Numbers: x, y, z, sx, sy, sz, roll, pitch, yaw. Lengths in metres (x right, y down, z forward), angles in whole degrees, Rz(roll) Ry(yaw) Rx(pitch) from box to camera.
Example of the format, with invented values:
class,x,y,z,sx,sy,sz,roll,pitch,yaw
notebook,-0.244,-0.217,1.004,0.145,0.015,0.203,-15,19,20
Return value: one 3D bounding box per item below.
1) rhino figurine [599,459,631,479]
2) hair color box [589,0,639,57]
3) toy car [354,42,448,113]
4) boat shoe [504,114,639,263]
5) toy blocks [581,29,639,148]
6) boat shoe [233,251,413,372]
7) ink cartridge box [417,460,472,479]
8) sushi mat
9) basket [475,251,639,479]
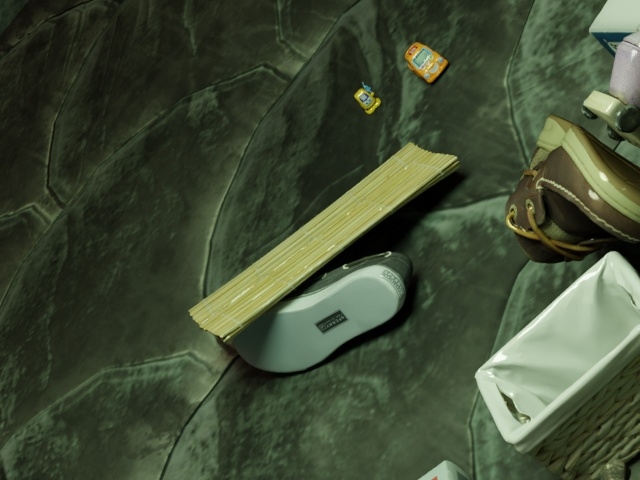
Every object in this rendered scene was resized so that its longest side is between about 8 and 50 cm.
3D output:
class,x,y,z,sx,sy,sz,roll,pitch,yaw
rhino figurine,0.242,0.230,1.520,0.243,0.073,0.106,-36,33,20
hair color box,0.421,-0.224,1.768,0.174,0.105,0.347,-57,30,-13
toy car,0.089,-0.184,2.254,0.122,0.040,0.060,-39,30,18
boat shoe,0.229,-0.028,1.744,0.123,0.123,0.342,-56,9,7
toy blocks,0.421,-0.098,1.442,0.260,0.288,0.309,-54,26,0
boat shoe,0.006,0.068,2.045,0.228,0.080,0.076,-31,14,39
ink cartridge box,0.063,0.294,1.726,0.179,0.045,0.145,-35,31,21
sushi mat,0.000,0.000,2.087,0.316,0.019,0.151,-37,18,-7
basket,0.232,0.114,1.638,0.167,0.103,0.113,-43,29,12
